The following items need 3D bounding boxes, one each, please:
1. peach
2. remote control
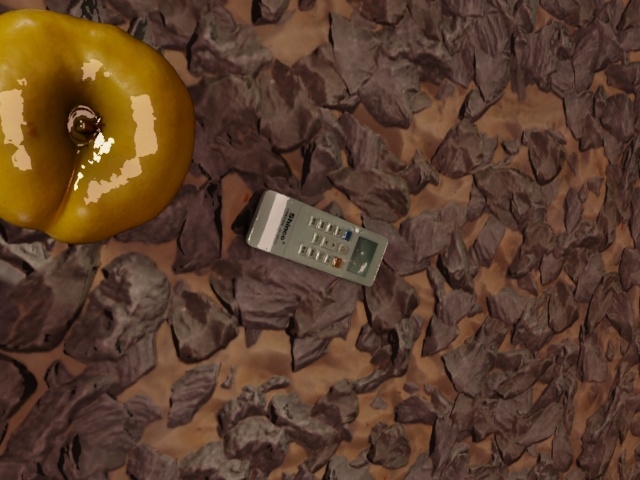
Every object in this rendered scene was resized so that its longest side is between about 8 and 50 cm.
[{"bbox_3d":[-0.188,-0.084,0.412,0.179,0.103,0.179,-6,105,-25],"label":"peach"},{"bbox_3d":[0.000,0.000,0.567,0.162,0.029,0.061,22,90,-34],"label":"remote control"}]
